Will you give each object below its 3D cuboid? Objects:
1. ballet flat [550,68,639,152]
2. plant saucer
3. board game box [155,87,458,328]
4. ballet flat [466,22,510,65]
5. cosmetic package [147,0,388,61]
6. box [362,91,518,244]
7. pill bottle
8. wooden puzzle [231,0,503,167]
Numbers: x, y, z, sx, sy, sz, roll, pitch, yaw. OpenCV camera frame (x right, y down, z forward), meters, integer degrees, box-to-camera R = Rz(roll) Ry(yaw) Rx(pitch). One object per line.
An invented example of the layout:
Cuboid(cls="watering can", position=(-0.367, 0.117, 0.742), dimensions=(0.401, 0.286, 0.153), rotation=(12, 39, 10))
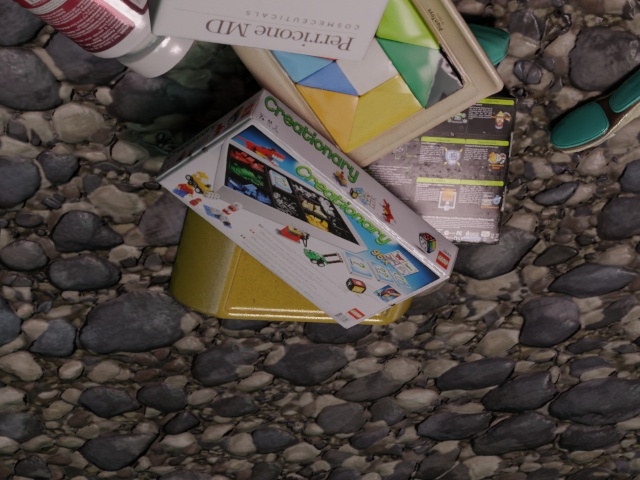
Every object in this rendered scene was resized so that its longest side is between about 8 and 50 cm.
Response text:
Cuboid(cls="ballet flat", position=(0.355, -0.150, 2.256), dimensions=(0.168, 0.057, 0.052), rotation=(-33, 144, 26))
Cuboid(cls="plant saucer", position=(0.000, 0.000, 2.344), dimensions=(0.332, 0.081, 0.333), rotation=(2, 139, -14))
Cuboid(cls="board game box", position=(-0.016, -0.029, 2.156), dimensions=(0.305, 0.053, 0.193), rotation=(39, 139, -20))
Cuboid(cls="ballet flat", position=(0.090, -0.211, 2.115), dimensions=(0.247, 0.083, 0.087), rotation=(-17, 128, 7))
Cuboid(cls="cosmetic package", position=(-0.007, -0.391, 1.745), dimensions=(0.230, 0.161, 0.453), rotation=(5, 138, -17))
Cuboid(cls="box", position=(0.129, -0.089, 2.223), dimensions=(0.190, 0.045, 0.184), rotation=(2, 103, -13))
Cuboid(cls="pill bottle", position=(-0.237, -0.266, 1.954), dimensions=(0.121, 0.121, 0.221), rotation=(-33, 134, 26))
Cuboid(cls="wooden puzzle", position=(0.049, -0.193, 2.058), dimensions=(0.238, 0.044, 0.221), rotation=(-27, 117, 19))
